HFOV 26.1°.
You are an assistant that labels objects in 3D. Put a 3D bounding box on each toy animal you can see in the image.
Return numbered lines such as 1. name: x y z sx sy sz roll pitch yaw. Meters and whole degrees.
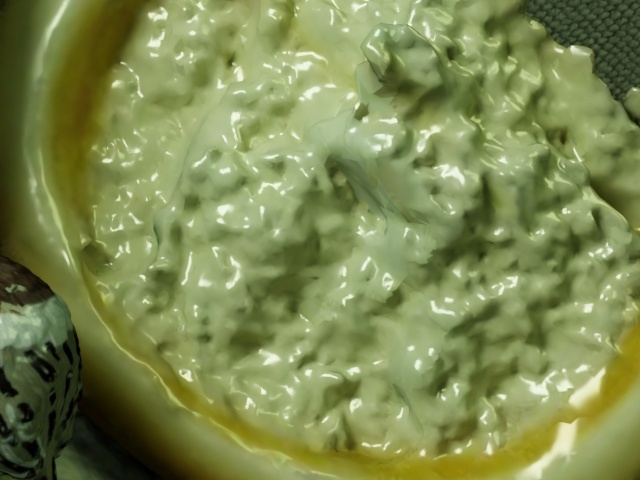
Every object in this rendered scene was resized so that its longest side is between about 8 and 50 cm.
1. toy animal: -0.140 0.067 0.622 0.137 0.098 0.098 44 16 6

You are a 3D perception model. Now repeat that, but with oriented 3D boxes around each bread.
1. bread: 0.014 -0.018 0.780 0.424 0.329 0.245 37 16 2
